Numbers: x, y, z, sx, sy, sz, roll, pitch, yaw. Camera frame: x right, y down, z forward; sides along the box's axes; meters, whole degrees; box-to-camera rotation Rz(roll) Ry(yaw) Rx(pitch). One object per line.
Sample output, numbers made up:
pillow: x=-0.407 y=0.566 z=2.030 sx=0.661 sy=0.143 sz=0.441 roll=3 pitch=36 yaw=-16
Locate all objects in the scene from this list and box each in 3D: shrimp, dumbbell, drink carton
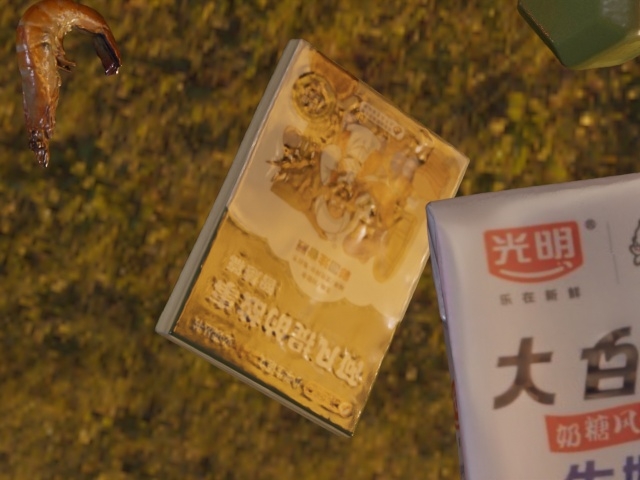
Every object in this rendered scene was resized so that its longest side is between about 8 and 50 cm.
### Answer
shrimp: x=-0.186 y=-0.114 z=1.272 sx=0.091 sy=0.127 sz=0.025 roll=8 pitch=176 yaw=-42
dumbbell: x=0.264 y=-0.185 z=1.134 sx=0.302 sy=0.108 sz=0.121 roll=-13 pitch=172 yaw=-37
drink carton: x=0.123 y=0.133 z=0.691 sx=0.130 sy=0.315 sz=0.106 roll=-7 pitch=162 yaw=1

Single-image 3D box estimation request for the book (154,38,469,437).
book: x=0.000 y=0.000 z=1.406 sx=0.202 sy=0.264 sz=0.027 roll=33 pitch=163 yaw=-32
